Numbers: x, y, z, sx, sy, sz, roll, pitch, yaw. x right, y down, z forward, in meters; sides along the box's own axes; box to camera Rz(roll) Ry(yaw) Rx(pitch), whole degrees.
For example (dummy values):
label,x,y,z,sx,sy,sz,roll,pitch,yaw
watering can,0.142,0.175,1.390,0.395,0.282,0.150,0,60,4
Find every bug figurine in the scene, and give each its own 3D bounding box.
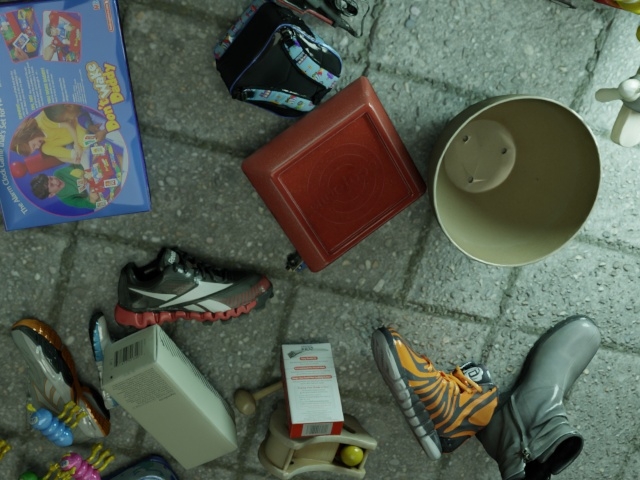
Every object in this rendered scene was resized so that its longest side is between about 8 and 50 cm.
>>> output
label,x,y,z,sx,sy,sz,roll,pitch,yaw
bug figurine,-0.493,0.380,1.568,0.279,0.072,0.216,-27,123,25

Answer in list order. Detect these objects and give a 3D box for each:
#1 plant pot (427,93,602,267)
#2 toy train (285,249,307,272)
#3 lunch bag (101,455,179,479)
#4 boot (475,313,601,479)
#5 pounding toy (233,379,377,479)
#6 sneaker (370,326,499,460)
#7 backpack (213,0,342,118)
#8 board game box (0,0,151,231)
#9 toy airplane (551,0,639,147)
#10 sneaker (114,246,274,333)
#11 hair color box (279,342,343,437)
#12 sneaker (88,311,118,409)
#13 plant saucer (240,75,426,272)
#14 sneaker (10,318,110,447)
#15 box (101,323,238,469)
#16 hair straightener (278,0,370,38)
label,x,y,z,sx,sy,sz,roll,pitch,yaw
plant pot,0.298,-0.120,1.529,0.284,0.191,0.284,-4,110,-10
toy train,0.000,0.000,1.604,0.158,0.027,0.036,-44,123,5
lunch bag,-0.317,0.522,1.694,0.176,0.090,0.219,-30,112,2
boot,0.441,0.315,1.693,0.118,0.223,0.338,32,101,-19
pounding toy,-0.022,0.337,1.650,0.269,0.154,0.155,16,106,-16
sneaker,0.219,0.255,1.698,0.180,0.124,0.321,-30,123,-4
backpack,-0.060,-0.281,1.441,0.173,0.117,0.158,18,122,-47
board game box,-0.409,-0.203,1.425,0.233,0.078,0.347,-8,111,-8
toy airplane,0.586,-0.384,1.446,0.384,0.272,0.386,-26,112,-1
sneaker,-0.218,0.075,1.549,0.276,0.098,0.135,-6,112,-7
hair color box,-0.018,0.265,1.617,0.093,0.167,0.053,-1,138,-10
sneaker,-0.356,0.203,1.592,0.082,0.071,0.191,-13,120,-13
plant saucer,0.038,-0.099,1.527,0.258,0.048,0.259,-36,122,-5
sneaker,-0.477,0.260,1.570,0.121,0.099,0.262,-26,111,4
box,-0.256,0.276,1.570,0.113,0.094,0.275,-23,130,9
hair straightener,0.013,-0.367,1.401,0.089,0.047,0.230,-15,159,32
